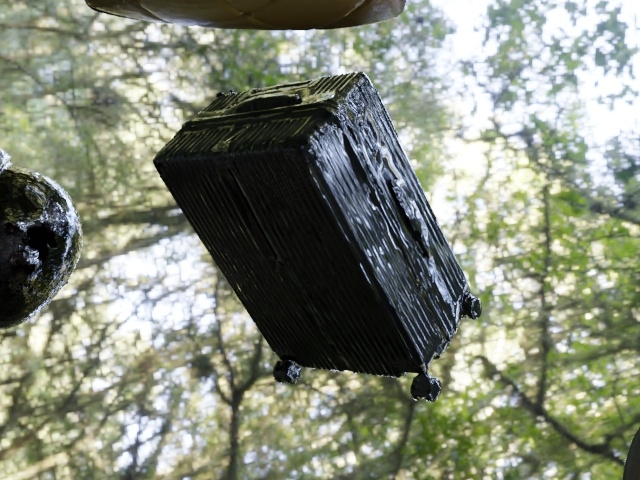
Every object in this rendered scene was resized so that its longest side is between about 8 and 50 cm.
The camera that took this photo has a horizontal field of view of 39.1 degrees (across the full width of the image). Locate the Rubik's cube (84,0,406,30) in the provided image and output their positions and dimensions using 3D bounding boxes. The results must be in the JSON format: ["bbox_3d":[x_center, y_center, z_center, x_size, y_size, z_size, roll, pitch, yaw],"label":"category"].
[{"bbox_3d":[-0.081,-0.259,0.635,0.254,0.255,0.254,20,-66,57],"label":"Rubik's cube"}]

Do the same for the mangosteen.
[{"bbox_3d":[-0.403,-0.016,1.055,0.250,0.211,0.211,45,-26,-16],"label":"mangosteen"}]

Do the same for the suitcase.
[{"bbox_3d":[0.000,0.000,0.962,0.230,0.152,0.335,-1,-50,39],"label":"suitcase"}]

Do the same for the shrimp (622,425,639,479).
[{"bbox_3d":[0.199,0.153,0.393,0.164,0.062,0.316,25,-82,10],"label":"shrimp"}]
